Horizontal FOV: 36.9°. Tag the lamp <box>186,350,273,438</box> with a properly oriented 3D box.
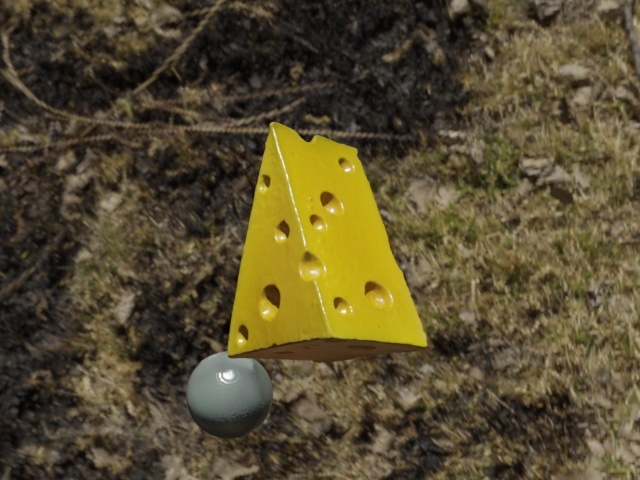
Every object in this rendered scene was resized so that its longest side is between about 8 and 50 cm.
[{"bbox_3d":[-0.108,0.182,1.129,0.105,0.105,0.105,-8,61,15],"label":"lamp"}]

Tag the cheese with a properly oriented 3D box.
[{"bbox_3d":[0.000,0.000,0.711,0.126,0.093,0.171,-19,67,49],"label":"cheese"}]
